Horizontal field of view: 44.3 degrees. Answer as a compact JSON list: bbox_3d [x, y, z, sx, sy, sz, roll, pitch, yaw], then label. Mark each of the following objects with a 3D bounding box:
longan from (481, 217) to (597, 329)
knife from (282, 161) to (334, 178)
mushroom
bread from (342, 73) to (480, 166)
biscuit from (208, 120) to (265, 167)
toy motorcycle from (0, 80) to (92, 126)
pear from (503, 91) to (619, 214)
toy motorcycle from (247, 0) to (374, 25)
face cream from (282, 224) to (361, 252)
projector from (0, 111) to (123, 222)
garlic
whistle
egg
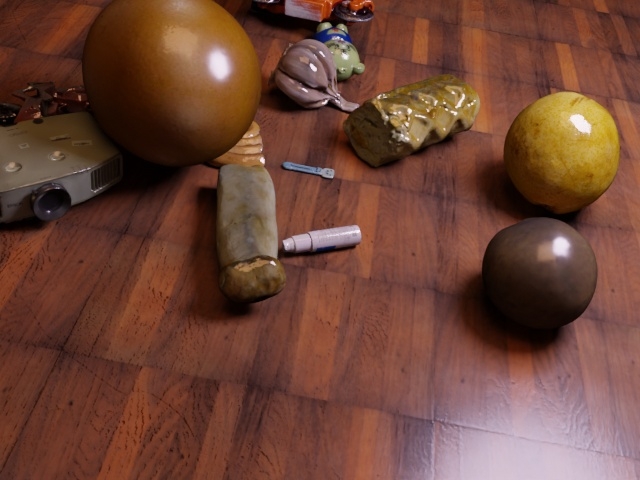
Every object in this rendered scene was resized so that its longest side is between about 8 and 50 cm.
[{"bbox_3d":[0.326,0.045,1.180,0.167,0.168,0.187,3,19,-8],"label":"longan"},{"bbox_3d":[-0.022,-0.130,1.422,0.096,0.010,0.027,10,40,1],"label":"knife"},{"bbox_3d":[-0.114,-0.016,1.223,0.099,0.081,0.312,4,36,-11],"label":"mushroom"},{"bbox_3d":[0.187,-0.239,1.503,0.267,0.130,0.152,-24,41,-33],"label":"bread"},{"bbox_3d":[-0.185,-0.203,1.459,0.144,0.033,0.224,-3,41,-14],"label":"biscuit"},{"bbox_3d":[-0.478,-0.231,1.400,0.118,0.084,0.212,29,38,34],"label":"toy motorcycle"},{"bbox_3d":[0.428,-0.148,1.392,0.208,0.209,0.209,5,40,-5],"label":"pear"},{"bbox_3d":[-0.018,-0.583,1.847,0.325,0.148,0.221,15,39,9],"label":"toy motorcycle"},{"bbox_3d":[0.000,0.000,1.256,0.130,0.034,0.034,-9,43,-21],"label":"face cream"},{"bbox_3d":[-0.460,-0.107,1.250,0.269,0.088,0.193,-20,48,-30],"label":"projector"},{"bbox_3d":[-0.008,-0.311,1.572,0.194,0.127,0.131,39,74,-8],"label":"garlic"},{"bbox_3d":[0.029,-0.419,1.713,0.105,0.085,0.227,2,40,-13],"label":"whistle"},{"bbox_3d":[-0.250,-0.273,1.305,0.282,0.283,0.351,-20,43,-30],"label":"egg"}]
